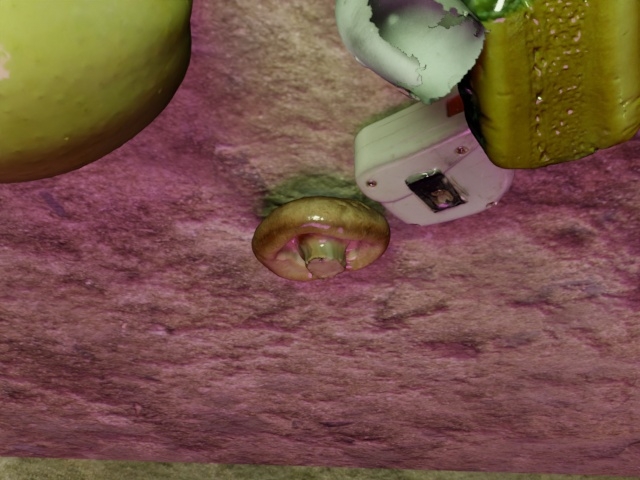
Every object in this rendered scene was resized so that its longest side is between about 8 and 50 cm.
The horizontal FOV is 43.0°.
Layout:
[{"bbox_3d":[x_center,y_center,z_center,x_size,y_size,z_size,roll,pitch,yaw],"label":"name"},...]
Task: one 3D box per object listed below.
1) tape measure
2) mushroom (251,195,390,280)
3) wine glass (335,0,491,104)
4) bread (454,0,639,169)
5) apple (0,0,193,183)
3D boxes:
[{"bbox_3d":[0.203,-0.135,1.386,0.258,0.130,0.265,-23,139,29],"label":"tape measure"},{"bbox_3d":[0.000,0.000,1.584,0.278,0.146,0.278,-5,154,-2],"label":"mushroom"},{"bbox_3d":[0.050,-0.301,0.982,0.143,0.321,0.143,-39,156,-21],"label":"wine glass"},{"bbox_3d":[0.302,-0.266,1.079,0.251,0.208,0.376,-10,141,13],"label":"bread"},{"bbox_3d":[-0.363,-0.284,0.925,0.474,0.473,0.473,1,146,1],"label":"apple"}]
